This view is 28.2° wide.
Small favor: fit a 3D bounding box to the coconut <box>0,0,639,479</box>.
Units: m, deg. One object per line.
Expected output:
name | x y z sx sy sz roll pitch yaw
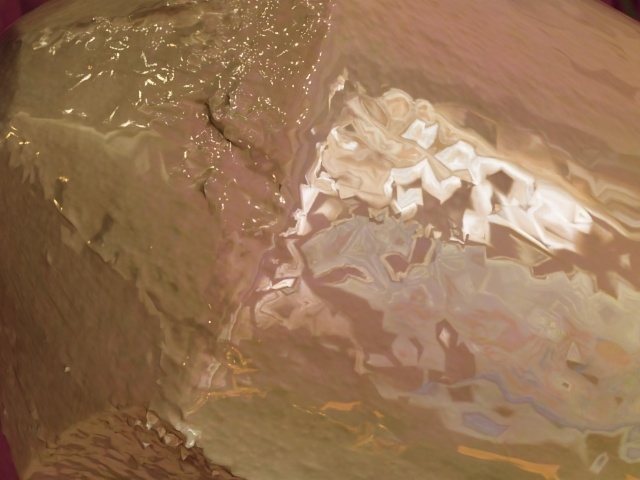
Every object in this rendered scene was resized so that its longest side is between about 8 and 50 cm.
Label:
coconut | 0.000 0.000 0.536 0.309 0.297 0.297 20 36 -15
